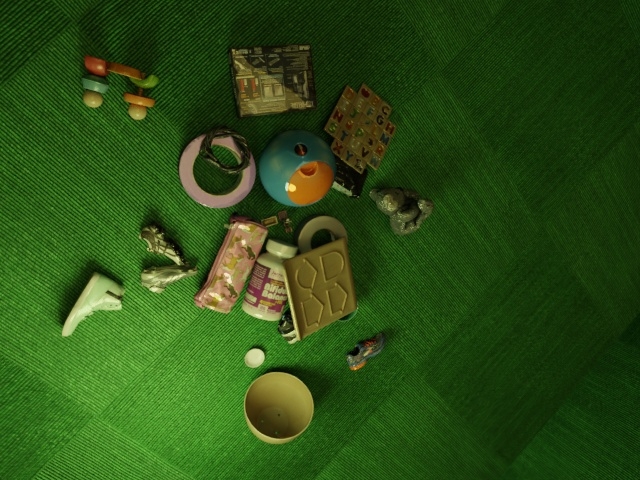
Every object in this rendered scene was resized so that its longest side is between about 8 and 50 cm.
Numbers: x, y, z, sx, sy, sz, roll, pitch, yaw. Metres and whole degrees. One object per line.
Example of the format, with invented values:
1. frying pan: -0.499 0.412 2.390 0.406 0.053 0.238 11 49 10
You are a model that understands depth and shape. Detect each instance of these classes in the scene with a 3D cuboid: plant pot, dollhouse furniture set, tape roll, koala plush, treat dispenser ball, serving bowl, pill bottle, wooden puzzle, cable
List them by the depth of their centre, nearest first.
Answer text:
1. cable: -0.330 -0.322 1.633 0.185 0.047 0.150 28 85 -21
2. tape roll: -0.384 -0.261 1.693 0.275 0.090 0.274 -5 104 -19
3. treat dispenser ball: -0.085 -0.268 1.698 0.289 0.288 0.287 -4 103 -20
4. wooden puzzle: -0.006 0.180 1.803 0.348 0.081 0.321 -23 111 -38
5. pill bottle: -0.191 0.150 1.811 0.170 0.169 0.301 15 96 -23
6. dollhouse furniture set: -0.170 -0.058 1.822 0.115 0.081 0.090 -18 107 -16
7. tape roll: 0.000 0.000 1.905 0.220 0.072 0.219 -4 102 -20
8. plant pot: -0.186 0.726 1.909 0.285 0.284 0.190 -3 137 -20
9. serving bowl: -0.280 0.491 1.927 0.084 0.027 0.083 -5 104 -20
10. koala plush: 0.321 -0.145 1.938 0.221 0.196 0.203 28 101 -28

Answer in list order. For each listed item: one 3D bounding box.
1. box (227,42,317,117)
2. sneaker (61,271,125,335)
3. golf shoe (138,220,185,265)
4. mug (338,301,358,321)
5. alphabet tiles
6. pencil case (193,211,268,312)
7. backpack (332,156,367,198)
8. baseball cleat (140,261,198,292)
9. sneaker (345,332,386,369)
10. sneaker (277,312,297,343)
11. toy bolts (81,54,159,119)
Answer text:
1. box: -0.174 -0.597 1.708 0.308 0.076 0.242 -12 106 -18
2. sneaker: -0.808 0.254 1.640 0.151 0.094 0.255 32 90 -27
3. golf shoe: -0.586 0.026 1.694 0.094 0.077 0.198 -36 105 1
4. mug: 0.079 0.264 1.978 0.130 0.097 0.157 -35 111 -10
5. alphabet tiles: 0.168 -0.455 1.848 0.285 0.011 0.342 33 71 -23
6. pencil case: -0.342 0.089 1.748 0.167 0.160 0.385 23 93 -15
7. backpack: 0.090 -0.262 1.857 0.182 0.115 0.151 23 73 -30
8. baseball cleat: -0.571 0.141 1.730 0.206 0.072 0.109 0 117 -19
9. sneaker: 0.208 0.496 2.089 0.221 0.083 0.087 -39 104 -13
10. sneaker: -0.088 0.332 1.928 0.217 0.079 0.121 -41 112 2
11. toy bolts: -0.673 -0.493 1.486 0.229 0.218 0.158 15 102 -5
